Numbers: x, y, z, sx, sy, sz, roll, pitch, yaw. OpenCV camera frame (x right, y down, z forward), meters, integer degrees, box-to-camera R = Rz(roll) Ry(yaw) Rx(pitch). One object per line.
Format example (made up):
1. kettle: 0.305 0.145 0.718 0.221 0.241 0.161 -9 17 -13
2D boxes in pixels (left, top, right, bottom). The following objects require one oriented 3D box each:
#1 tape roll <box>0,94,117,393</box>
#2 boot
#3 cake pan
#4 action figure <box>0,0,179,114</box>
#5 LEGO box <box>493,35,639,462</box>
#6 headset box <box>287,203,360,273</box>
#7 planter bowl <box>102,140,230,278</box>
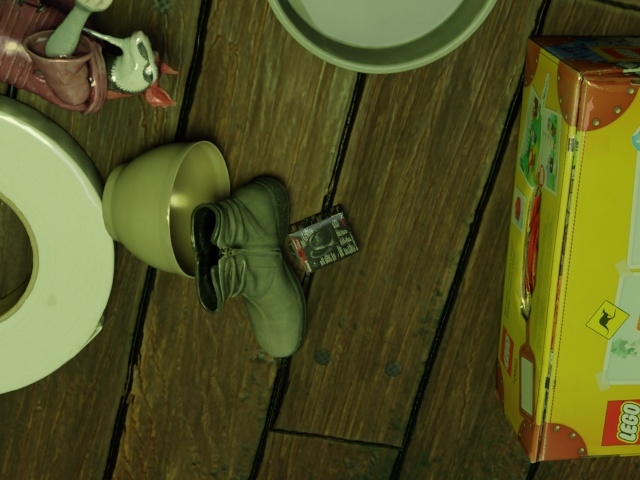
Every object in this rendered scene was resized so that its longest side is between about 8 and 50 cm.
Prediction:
1. tape roll: -0.439 0.008 1.265 0.392 0.072 0.392 -3 113 -7
2. boot: -0.097 0.053 1.273 0.083 0.161 0.246 3 112 29
3. cake pan: 0.071 -0.339 1.195 0.293 0.054 0.293 -3 113 -6
4. action figure: -0.329 -0.202 1.097 0.370 0.248 0.275 24 108 -13
5. LEGO box: 0.437 0.011 1.312 0.372 0.193 0.500 -1 113 -7
6. headset box: 0.000 0.000 1.339 0.083 0.032 0.062 -23 113 4
7. planter bowl: -0.188 -0.041 1.244 0.109 0.162 0.162 6 114 20
